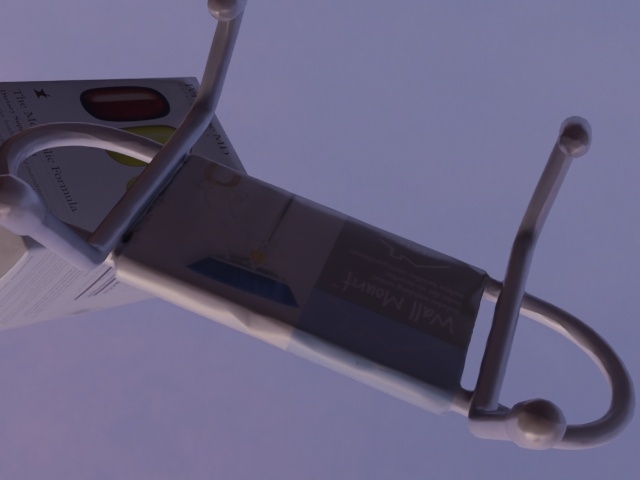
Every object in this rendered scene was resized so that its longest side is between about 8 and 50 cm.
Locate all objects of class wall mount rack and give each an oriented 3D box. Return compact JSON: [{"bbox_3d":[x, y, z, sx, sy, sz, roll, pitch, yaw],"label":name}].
[{"bbox_3d":[0.000,0.000,0.610,0.350,0.130,0.304,22,-148,3],"label":"wall mount rack"}]

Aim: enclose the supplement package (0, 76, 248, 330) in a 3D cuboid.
[{"bbox_3d":[-0.184,-0.031,0.998,0.134,0.244,0.139,-39,-106,35],"label":"supplement package"}]
